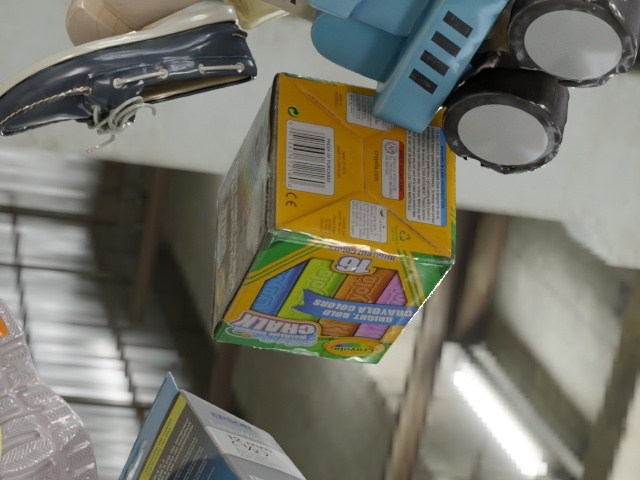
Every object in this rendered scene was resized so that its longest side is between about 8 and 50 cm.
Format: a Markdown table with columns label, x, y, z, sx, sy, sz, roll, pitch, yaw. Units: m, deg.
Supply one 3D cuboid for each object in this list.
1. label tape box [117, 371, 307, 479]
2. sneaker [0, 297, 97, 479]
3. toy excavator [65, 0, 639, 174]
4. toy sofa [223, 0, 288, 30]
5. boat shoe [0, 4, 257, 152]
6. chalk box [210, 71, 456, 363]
| label | x | y | z | sx | sy | sz | roll | pitch | yaw |
| --- | --- | --- | --- | --- | --- | --- | --- | --- | --- |
| label tape box | -0.127 | 0.314 | 1.749 | 0.249 | 0.115 | 0.348 | -65 | -159 | 6 |
| sneaker | -0.361 | 0.220 | 1.872 | 0.180 | 0.124 | 0.321 | -43 | -114 | 48 |
| toy excavator | 0.026 | -0.235 | 1.491 | 0.433 | 0.445 | 0.222 | 123 | -12 | -56 |
| toy sofa | -0.064 | -0.402 | 1.669 | 0.177 | 0.150 | 0.362 | 56 | -16 | 32 |
| boat shoe | -0.179 | -0.138 | 1.520 | 0.079 | 0.254 | 0.095 | 66 | -24 | 5 |
| chalk box | 0.000 | 0.000 | 1.621 | 0.289 | 0.179 | 0.180 | 121 | -25 | -58 |
